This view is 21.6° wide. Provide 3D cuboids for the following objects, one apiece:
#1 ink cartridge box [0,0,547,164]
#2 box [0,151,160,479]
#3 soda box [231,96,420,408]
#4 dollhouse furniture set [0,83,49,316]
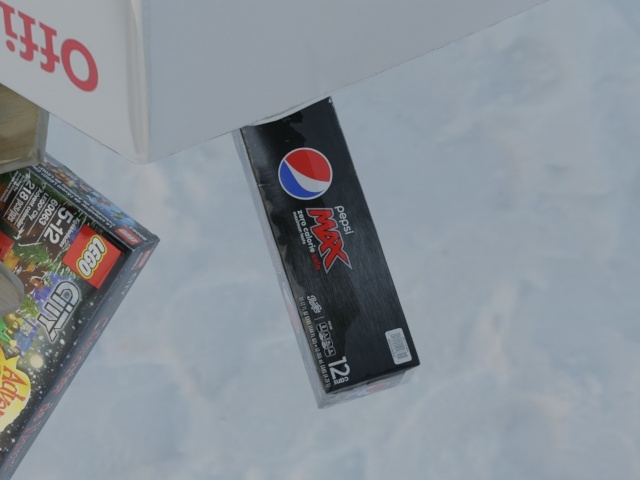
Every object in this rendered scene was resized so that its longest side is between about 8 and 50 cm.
[{"bbox_3d":[-0.046,-0.202,0.539,0.197,0.198,0.270,-26,131,-36],"label":"ink cartridge box"},{"bbox_3d":[-0.231,0.046,1.108,0.159,0.044,0.233,37,109,10],"label":"box"},{"bbox_3d":[0.000,0.000,0.891,0.053,0.060,0.169,-16,78,-7],"label":"soda box"},{"bbox_3d":[-0.248,-0.034,0.938,0.242,0.161,0.212,-13,54,18],"label":"dollhouse furniture set"}]
